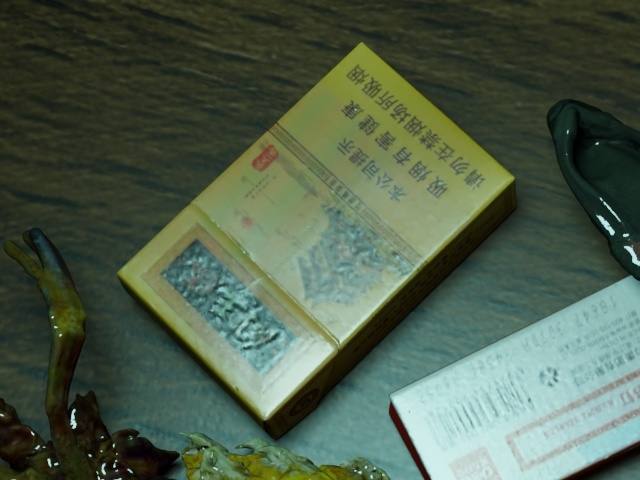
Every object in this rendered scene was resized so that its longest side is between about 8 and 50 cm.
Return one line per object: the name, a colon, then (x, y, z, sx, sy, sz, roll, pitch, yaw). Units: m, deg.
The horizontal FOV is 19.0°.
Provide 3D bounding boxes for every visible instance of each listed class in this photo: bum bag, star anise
bum bag: (0.282, 0.011, 1.453, 0.326, 0.142, 0.079, 51, 122, 23)
star anise: (-0.217, 0.163, 1.444, 0.237, 0.148, 0.346, 3, 81, 6)

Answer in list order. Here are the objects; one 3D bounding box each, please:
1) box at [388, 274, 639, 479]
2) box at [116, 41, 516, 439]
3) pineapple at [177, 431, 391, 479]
box: (0.177, 0.124, 1.457, 0.229, 0.050, 0.123, -27, 72, -3)
box: (0.000, 0.000, 1.508, 0.274, 0.076, 0.174, -44, 70, -8)
pineapple: (0.017, 0.254, 1.377, 0.158, 0.161, 0.334, -21, 67, -3)
